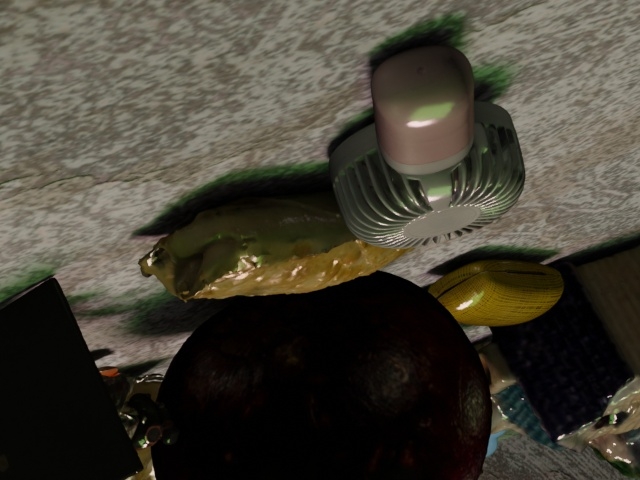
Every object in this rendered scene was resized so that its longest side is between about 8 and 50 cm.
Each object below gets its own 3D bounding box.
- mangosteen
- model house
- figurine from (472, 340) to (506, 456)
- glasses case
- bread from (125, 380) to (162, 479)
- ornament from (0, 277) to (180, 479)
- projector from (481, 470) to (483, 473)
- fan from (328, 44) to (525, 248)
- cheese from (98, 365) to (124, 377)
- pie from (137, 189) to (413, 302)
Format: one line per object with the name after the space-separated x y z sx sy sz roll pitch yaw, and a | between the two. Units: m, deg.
0.006 0.175 1.451 0.297 0.293 0.297 -16 -166 4 | mangosteen
0.297 0.158 1.985 0.284 0.243 0.298 -9 152 -25 | model house
0.202 0.232 2.331 0.262 0.154 0.180 -23 156 28 | figurine
0.185 0.055 1.758 0.079 0.064 0.234 -34 162 23 | glasses case
-0.260 0.213 1.585 0.267 0.130 0.152 -10 126 -39 | bread
-0.182 0.129 1.294 0.166 0.153 0.196 -29 168 23 | ornament
0.113 0.177 1.854 0.088 0.194 0.269 -18 167 -7 | projector
0.069 -0.063 1.087 0.130 0.074 0.244 -14 162 -1 | fan
-0.235 0.113 1.400 0.106 0.037 0.256 -21 166 6 | cheese
0.000 0.000 1.240 0.282 0.068 0.128 -13 166 -47 | pie
